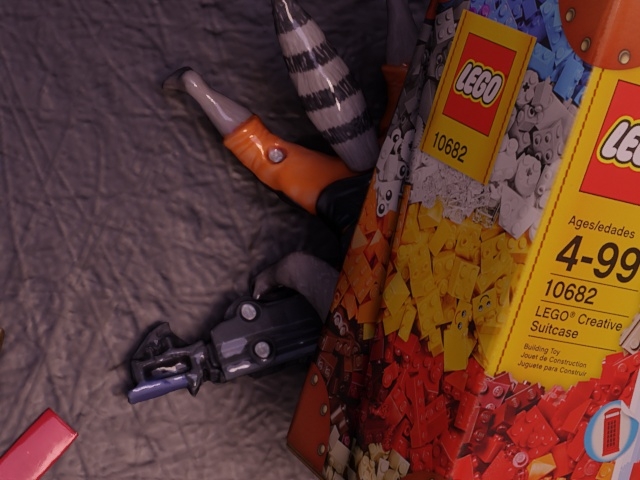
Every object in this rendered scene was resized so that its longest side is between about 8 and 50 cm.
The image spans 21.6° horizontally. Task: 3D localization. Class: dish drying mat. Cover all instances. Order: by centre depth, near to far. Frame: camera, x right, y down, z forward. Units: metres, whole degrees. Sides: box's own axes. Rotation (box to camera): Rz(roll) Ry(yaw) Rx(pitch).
[{"bbox_3d":[-0.220,0.166,1.250,0.032,0.008,0.083,44,82,-6],"label":"dish drying mat"}]

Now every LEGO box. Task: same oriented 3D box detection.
[{"bbox_3d":[0.275,0.033,1.134,0.500,0.193,0.372,10,104,-32],"label":"LEGO box"}]

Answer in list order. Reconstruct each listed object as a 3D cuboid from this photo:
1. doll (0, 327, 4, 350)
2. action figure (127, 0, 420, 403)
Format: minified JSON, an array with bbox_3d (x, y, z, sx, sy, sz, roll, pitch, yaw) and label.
[{"bbox_3d":[-0.328,0.067,1.214,0.189,0.046,0.129,13,94,-4],"label":"doll"},{"bbox_3d":[0.000,0.000,1.221,0.341,0.178,0.330,-24,83,-12],"label":"action figure"}]
